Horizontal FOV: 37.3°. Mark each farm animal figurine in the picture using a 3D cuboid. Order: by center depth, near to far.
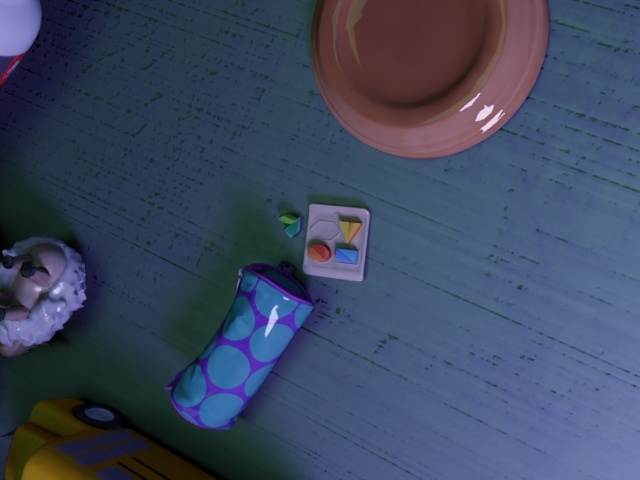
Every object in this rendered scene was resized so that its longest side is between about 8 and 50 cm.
[{"bbox_3d":[-0.419,0.110,0.939,0.330,0.172,0.326,21,83,13],"label":"farm animal figurine"}]

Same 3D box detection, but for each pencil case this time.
[{"bbox_3d":[-0.069,0.089,0.809,0.070,0.064,0.151,35,107,6],"label":"pencil case"}]

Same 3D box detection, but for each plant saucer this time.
[{"bbox_3d":[0.076,-0.164,0.744,0.200,0.037,0.200,1,92,28],"label":"plant saucer"}]

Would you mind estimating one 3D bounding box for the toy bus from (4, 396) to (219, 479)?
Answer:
[{"bbox_3d":[-0.150,0.254,0.818,0.333,0.130,0.108,23,101,25],"label":"toy bus"}]

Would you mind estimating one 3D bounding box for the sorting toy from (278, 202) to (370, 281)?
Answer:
[{"bbox_3d":[0.000,0.000,0.800,0.083,0.012,0.062,6,94,27],"label":"sorting toy"}]

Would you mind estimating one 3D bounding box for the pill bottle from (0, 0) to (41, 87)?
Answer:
[{"bbox_3d":[-0.398,-0.200,0.895,0.363,0.210,0.210,-45,72,21],"label":"pill bottle"}]
